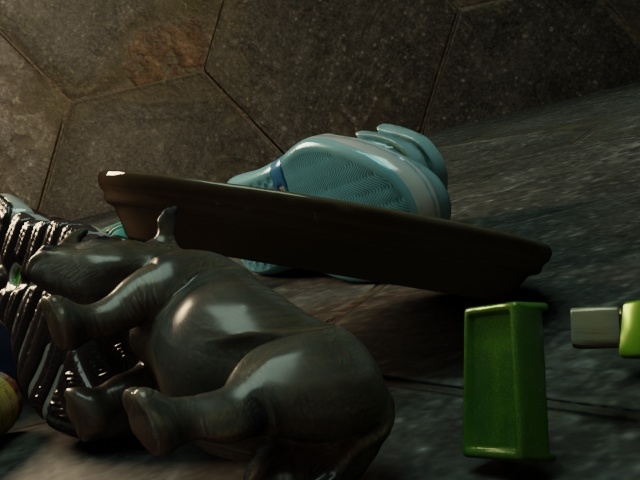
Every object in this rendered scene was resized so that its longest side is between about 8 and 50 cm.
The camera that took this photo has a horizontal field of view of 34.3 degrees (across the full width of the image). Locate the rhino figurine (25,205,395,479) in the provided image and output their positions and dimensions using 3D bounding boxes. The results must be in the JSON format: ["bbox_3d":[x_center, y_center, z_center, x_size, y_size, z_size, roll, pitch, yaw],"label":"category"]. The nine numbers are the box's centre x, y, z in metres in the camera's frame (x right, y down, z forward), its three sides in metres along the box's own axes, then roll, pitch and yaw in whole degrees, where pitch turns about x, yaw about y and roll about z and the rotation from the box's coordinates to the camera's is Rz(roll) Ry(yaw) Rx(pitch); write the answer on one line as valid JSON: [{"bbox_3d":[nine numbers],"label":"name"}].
[{"bbox_3d":[-0.062,0.042,0.455,0.106,0.073,0.243,-16,29,-28],"label":"rhino figurine"}]

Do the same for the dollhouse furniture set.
[{"bbox_3d":[0.131,0.056,0.416,0.151,0.059,0.076,4,-9,-28],"label":"dollhouse furniture set"}]

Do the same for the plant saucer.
[{"bbox_3d":[0.000,0.000,0.638,0.278,0.041,0.278,10,-2,0],"label":"plant saucer"}]

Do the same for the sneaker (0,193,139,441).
[{"bbox_3d":[-0.116,0.045,0.666,0.162,0.106,0.281,17,10,-36],"label":"sneaker"}]

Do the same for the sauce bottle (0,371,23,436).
[{"bbox_3d":[-0.209,0.107,0.567,0.042,0.042,0.128,-12,7,15],"label":"sauce bottle"}]

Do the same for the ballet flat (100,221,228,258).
[{"bbox_3d":[-0.196,0.028,0.998,0.247,0.083,0.087,-10,-10,13],"label":"ballet flat"}]

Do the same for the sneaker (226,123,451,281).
[{"bbox_3d":[0.061,-0.049,0.927,0.208,0.127,0.319,-19,10,-27],"label":"sneaker"}]

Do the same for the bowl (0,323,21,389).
[{"bbox_3d":[-0.391,0.100,0.809,0.391,0.077,0.391,-13,7,2],"label":"bowl"}]
